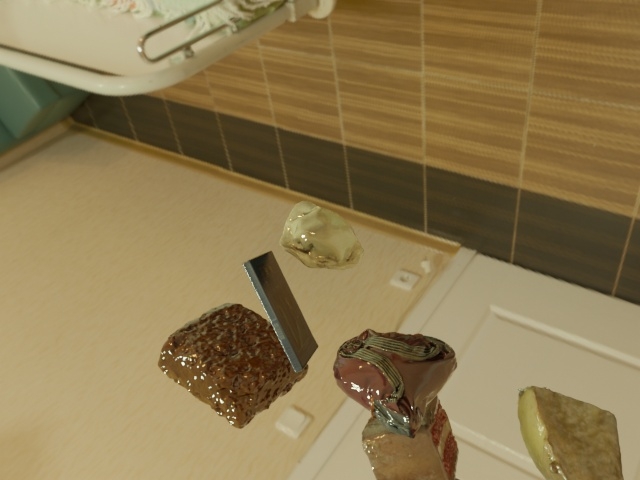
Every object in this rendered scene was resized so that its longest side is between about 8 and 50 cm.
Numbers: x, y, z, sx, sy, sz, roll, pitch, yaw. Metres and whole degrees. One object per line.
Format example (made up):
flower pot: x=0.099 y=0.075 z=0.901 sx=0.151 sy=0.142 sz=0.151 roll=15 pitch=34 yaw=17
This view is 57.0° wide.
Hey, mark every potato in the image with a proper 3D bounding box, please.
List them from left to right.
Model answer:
potato: x=0.502 y=0.472 z=1.243 sx=0.211 sy=0.264 sz=0.189 roll=16 pitch=138 yaw=-5

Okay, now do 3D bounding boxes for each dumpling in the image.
dumpling: x=0.000 y=0.000 z=1.455 sx=0.250 sy=0.162 sz=0.132 roll=40 pitch=164 yaw=33

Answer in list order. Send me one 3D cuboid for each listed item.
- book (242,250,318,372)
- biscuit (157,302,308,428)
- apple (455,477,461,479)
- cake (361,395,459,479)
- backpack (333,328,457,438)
book: x=-0.088 y=0.157 z=1.368 sx=0.025 sy=0.191 sz=0.269 roll=-26 pitch=90 yaw=11
biscuit: x=-0.277 y=0.371 z=1.878 sx=0.395 sy=0.343 sz=0.166 roll=25 pitch=122 yaw=29
apple: x=0.375 y=0.858 z=1.801 sx=0.279 sy=0.279 sz=0.279 roll=27 pitch=141 yaw=24
cake: x=0.287 y=0.637 z=1.832 sx=0.230 sy=0.309 sz=0.237 roll=-18 pitch=92 yaw=16
backpack: x=0.191 y=0.363 z=1.668 sx=0.317 sy=0.283 sz=0.197 roll=23 pitch=146 yaw=33
